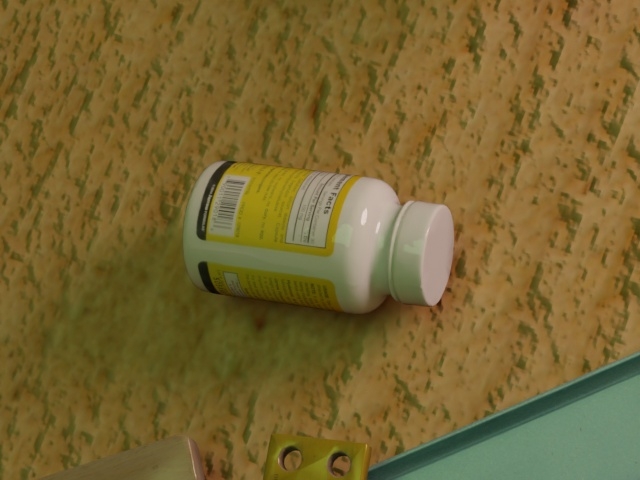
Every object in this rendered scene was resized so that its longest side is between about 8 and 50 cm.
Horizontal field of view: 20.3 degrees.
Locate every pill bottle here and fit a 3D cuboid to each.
[{"bbox_3d":[0.000,0.000,0.834,0.116,0.065,0.065,8,75,21],"label":"pill bottle"}]

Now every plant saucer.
[{"bbox_3d":[0.087,0.109,0.795,0.192,0.018,0.067,-24,66,9],"label":"plant saucer"}]

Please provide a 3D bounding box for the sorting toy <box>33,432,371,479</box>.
[{"bbox_3d":[-0.092,0.170,0.818,0.274,0.046,0.132,-19,67,12],"label":"sorting toy"}]
